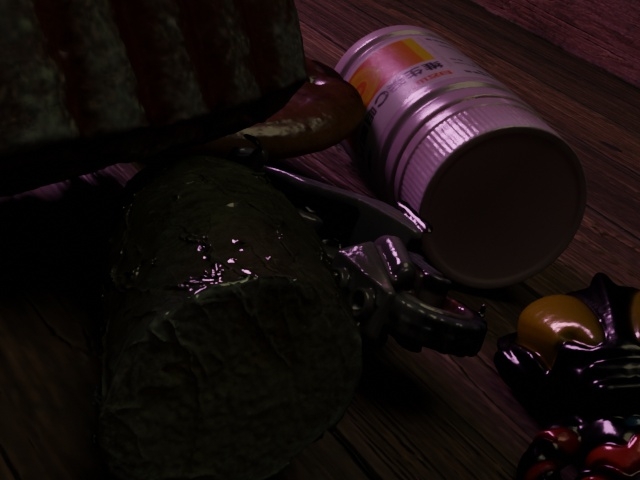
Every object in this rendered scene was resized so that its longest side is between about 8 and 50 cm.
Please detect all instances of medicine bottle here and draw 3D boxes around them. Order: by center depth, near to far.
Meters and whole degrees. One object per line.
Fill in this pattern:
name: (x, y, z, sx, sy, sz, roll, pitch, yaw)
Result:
medicine bottle: (0.095, -0.074, 0.779, 0.133, 0.133, 0.249, 15, 23, -22)

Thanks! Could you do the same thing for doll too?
doll: (0.162, 0.080, 0.529, 0.127, 0.088, 0.248, 24, 24, 2)

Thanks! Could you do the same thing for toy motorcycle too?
toy motorcycle: (0.000, 0.000, 0.557, 0.123, 0.080, 0.215, 14, 14, -33)

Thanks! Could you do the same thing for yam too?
yam: (-0.044, 0.025, 0.432, 0.107, 0.107, 0.183, 16, 19, -19)

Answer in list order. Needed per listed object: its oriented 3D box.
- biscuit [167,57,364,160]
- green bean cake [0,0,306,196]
biscuit: (-0.071, -0.110, 0.754, 0.212, 0.036, 0.212, 3, 27, -2)
green bean cake: (-0.134, -0.079, 0.512, 0.199, 0.097, 0.233, -7, 11, 37)
